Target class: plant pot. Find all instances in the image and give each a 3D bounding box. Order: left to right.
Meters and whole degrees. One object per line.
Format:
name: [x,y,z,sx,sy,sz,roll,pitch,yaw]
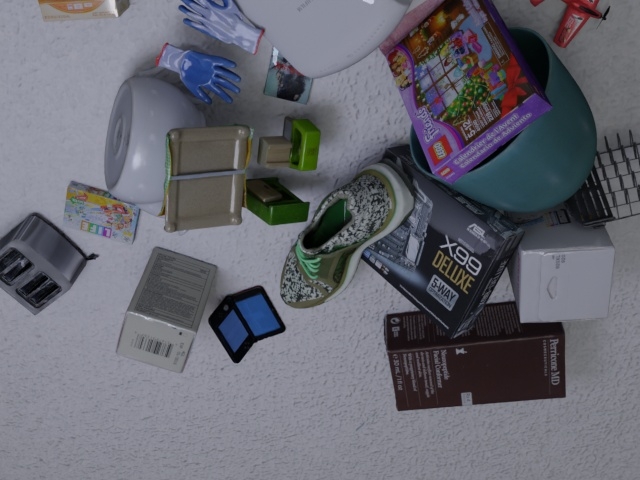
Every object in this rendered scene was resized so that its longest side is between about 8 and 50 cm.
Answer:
plant pot: [0.344,-0.185,1.356,0.235,0.293,0.293,30,122,-33]

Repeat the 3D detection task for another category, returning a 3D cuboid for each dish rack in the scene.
dish rack: [0.577,-0.131,1.416,0.271,0.208,0.074,-15,132,15]

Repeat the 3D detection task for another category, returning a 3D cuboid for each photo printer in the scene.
photo printer: [-0.016,-0.429,1.283,0.307,0.107,0.256,44,134,-18]

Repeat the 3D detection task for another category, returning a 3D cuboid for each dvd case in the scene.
dvd case: [-0.055,-0.321,1.450,0.087,0.013,0.120,14,121,-4]

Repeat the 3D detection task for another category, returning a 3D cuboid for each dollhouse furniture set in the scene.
dollhouse furniture set: [-0.172,-0.136,1.428,0.301,0.151,0.198,-7,118,-31]

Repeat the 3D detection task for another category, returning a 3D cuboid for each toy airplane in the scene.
toy airplane: [0.432,-0.416,1.340,0.151,0.028,0.151,2,122,3]

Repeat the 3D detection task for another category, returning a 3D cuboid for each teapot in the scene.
teapot: [-0.289,-0.185,1.448,0.187,0.253,0.256,7,143,-27]

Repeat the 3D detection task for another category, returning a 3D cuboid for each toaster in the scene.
toaster: [-0.620,0.052,1.680,0.185,0.110,0.168,-33,116,23]

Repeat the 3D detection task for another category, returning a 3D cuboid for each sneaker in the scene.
sneaker: [0.000,0.000,1.513,0.158,0.182,0.410,55,131,21]

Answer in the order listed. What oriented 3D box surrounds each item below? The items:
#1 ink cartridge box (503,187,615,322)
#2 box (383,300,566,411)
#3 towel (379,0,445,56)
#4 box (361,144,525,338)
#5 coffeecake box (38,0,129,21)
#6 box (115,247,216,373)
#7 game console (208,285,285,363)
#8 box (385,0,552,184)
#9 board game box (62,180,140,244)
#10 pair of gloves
ink cartridge box: [0.456,0.024,1.501,0.168,0.233,0.171,-4,123,7]
box: [0.343,0.258,1.721,0.381,0.143,0.191,-8,122,8]
towel: [0.124,-0.493,1.311,0.237,0.037,0.329,-32,115,21]
box: [0.212,-0.002,1.489,0.307,0.076,0.243,43,129,29]
coffeecake box: [-0.428,-0.486,1.341,0.142,0.068,0.186,-1,122,7]
box: [-0.326,0.145,1.642,0.148,0.232,0.127,19,123,-7]
game console: [-0.166,0.194,1.753,0.085,0.124,0.144,-2,127,38]
box: [0.230,-0.264,1.262,0.057,0.293,0.201,23,129,-40]
board game box: [-0.467,-0.057,1.645,0.154,0.026,0.104,16,123,-6]
pair of gloves: [-0.191,-0.337,1.332,0.159,0.023,0.198,27,120,-6]
